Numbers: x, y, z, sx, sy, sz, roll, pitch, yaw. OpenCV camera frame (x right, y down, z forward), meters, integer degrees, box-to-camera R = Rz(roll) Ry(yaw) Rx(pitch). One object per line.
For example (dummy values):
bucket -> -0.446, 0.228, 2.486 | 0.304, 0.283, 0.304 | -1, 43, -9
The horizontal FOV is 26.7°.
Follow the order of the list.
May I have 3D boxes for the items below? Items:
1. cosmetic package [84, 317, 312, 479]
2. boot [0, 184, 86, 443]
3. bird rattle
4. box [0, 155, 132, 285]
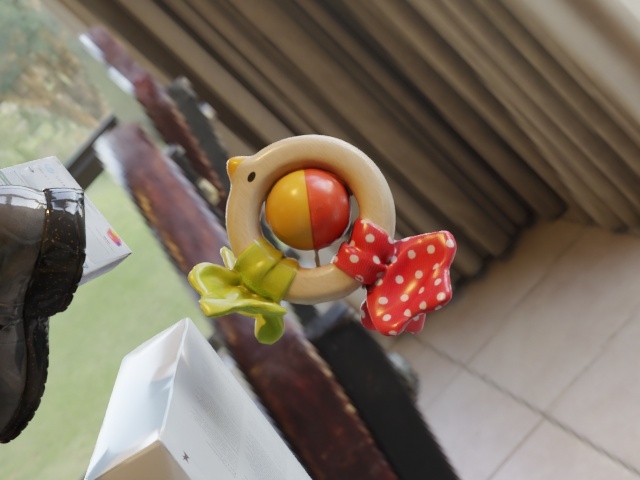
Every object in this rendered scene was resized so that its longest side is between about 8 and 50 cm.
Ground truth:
cosmetic package -> -0.070, 0.292, 1.336 | 0.097, 0.377, 0.284 | -33, 15, 8
boot -> -0.345, 0.055, 1.184 | 0.118, 0.223, 0.338 | -103, 28, -42
bird rattle -> 0.000, 0.000, 1.293 | 0.254, 0.206, 0.143 | -9, -2, 14
box -> -0.293, -0.016, 1.448 | 0.038, 0.145, 0.186 | -39, -1, 19
